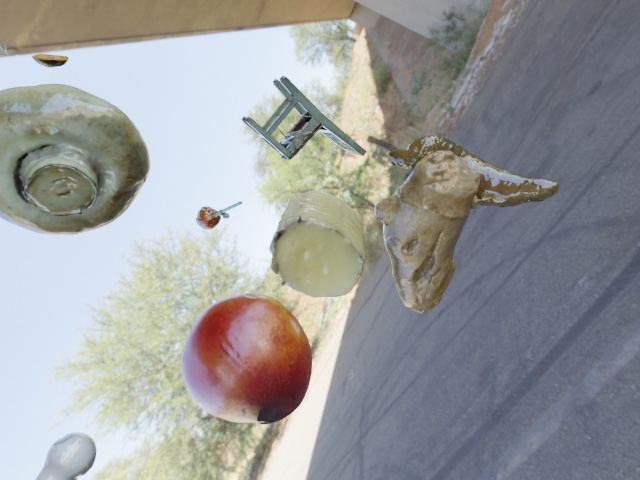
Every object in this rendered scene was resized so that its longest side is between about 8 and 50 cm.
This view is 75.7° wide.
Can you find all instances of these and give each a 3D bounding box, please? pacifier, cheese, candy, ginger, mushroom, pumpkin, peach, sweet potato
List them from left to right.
[{"bbox_3d":[-0.579,0.538,0.817,0.332,0.220,0.273,-8,4,43],"label":"pacifier"},{"bbox_3d":[-0.711,-0.473,1.091,0.050,0.083,0.028,-125,33,-45],"label":"pumpkin"},{"bbox_3d":[-0.558,-0.163,0.894,0.352,0.352,0.260,-63,37,31],"label":"mushroom"},{"bbox_3d":[-0.335,-0.099,1.389,0.288,0.078,0.084,-15,57,49],"label":"candy"},{"bbox_3d":[-0.201,0.347,1.200,0.388,0.388,0.388,-63,1,2],"label":"peach"},{"bbox_3d":[0.000,0.000,0.544,0.093,0.123,0.167,-60,6,18],"label":"cheese"},{"bbox_3d":[0.202,-0.002,0.804,0.126,0.190,0.353,-98,2,-58],"label":"ginger"},{"bbox_3d":[0.287,-0.134,0.813,0.124,0.310,0.098,-14,-54,-80],"label":"sweet potato"}]

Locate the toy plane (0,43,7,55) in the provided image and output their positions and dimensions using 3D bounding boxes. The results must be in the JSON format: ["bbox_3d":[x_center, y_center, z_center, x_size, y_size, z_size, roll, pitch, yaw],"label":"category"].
[{"bbox_3d":[-0.749,-0.419,0.887,0.160,0.083,0.233,37,-132,-77],"label":"toy plane"}]

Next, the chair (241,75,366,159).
[{"bbox_3d":[-0.044,-0.255,1.015,0.147,0.270,0.136,-50,23,3],"label":"chair"}]
